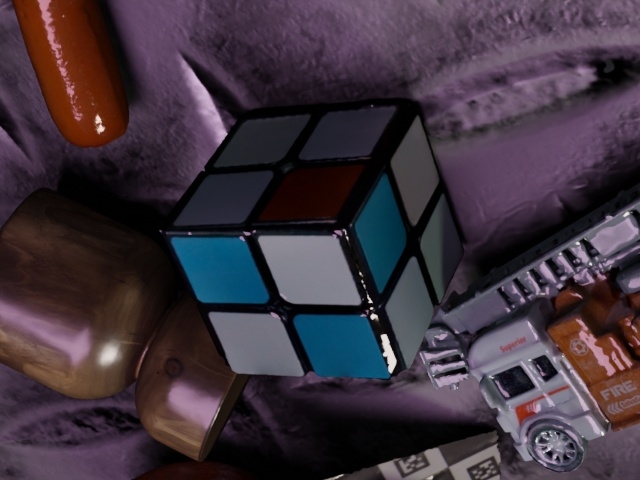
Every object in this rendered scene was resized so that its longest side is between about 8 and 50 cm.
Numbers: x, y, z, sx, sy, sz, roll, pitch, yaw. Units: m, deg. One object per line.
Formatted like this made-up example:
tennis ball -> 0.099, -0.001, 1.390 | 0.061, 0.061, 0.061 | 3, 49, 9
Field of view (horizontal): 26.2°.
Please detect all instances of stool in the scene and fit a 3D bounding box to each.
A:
stool -> -0.195, 0.081, 1.354 | 0.264, 0.179, 0.179 | 26, 137, 4

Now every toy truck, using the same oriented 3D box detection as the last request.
toy truck -> 0.242, 0.063, 1.144 | 0.338, 0.133, 0.184 | -29, 102, 40

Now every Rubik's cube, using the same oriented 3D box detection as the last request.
Rubik's cube -> 0.000, 0.000, 1.172 | 0.183, 0.180, 0.167 | 0, 129, 31

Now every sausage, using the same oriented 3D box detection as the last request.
sausage -> -0.221, -0.172, 1.207 | 0.076, 0.076, 0.197 | 5, 131, 24

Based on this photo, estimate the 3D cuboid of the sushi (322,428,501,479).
sushi -> 0.050, 0.369, 1.437 | 0.339, 0.068, 0.320 | -14, 130, -9

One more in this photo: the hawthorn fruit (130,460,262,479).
hawthorn fruit -> -0.137, 0.354, 1.567 | 0.235, 0.263, 0.231 | 45, 173, -3
